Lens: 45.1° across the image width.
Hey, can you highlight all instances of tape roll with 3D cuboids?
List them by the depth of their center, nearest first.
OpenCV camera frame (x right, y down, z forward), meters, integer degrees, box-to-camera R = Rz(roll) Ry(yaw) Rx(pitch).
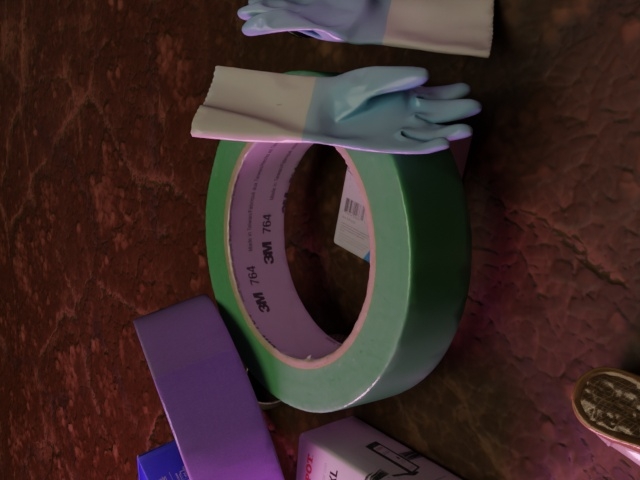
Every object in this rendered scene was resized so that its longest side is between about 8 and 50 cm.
[{"bbox_3d":[0.000,0.000,0.747,0.321,0.077,0.321,10,102,50],"label":"tape roll"},{"bbox_3d":[-0.124,0.203,0.872,0.275,0.090,0.274,160,90,-76],"label":"tape roll"}]

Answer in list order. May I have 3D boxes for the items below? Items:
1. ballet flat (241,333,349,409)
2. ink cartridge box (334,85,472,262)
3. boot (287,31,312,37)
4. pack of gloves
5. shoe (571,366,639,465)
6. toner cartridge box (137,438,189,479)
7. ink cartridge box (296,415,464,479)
[{"bbox_3d":[-0.041,0.158,0.920,0.250,0.058,0.084,-20,79,48],"label":"ballet flat"},{"bbox_3d":[0.081,-0.065,0.749,0.104,0.060,0.180,30,117,44],"label":"ink cartridge box"},{"bbox_3d":[-0.093,-0.374,0.853,0.284,0.138,0.377,-13,92,53],"label":"boot"},{"bbox_3d":[0.025,-0.162,0.640,0.046,0.232,0.195,81,-162,-56],"label":"pack of gloves"},{"bbox_3d":[0.289,0.157,0.553,0.219,0.058,0.076,30,86,38],"label":"shoe"},{"bbox_3d":[-0.141,0.450,1.026,0.347,0.075,0.165,54,152,29],"label":"toner cartridge box"},{"bbox_3d":[0.065,0.294,0.795,0.203,0.086,0.148,19,109,46],"label":"ink cartridge box"}]
